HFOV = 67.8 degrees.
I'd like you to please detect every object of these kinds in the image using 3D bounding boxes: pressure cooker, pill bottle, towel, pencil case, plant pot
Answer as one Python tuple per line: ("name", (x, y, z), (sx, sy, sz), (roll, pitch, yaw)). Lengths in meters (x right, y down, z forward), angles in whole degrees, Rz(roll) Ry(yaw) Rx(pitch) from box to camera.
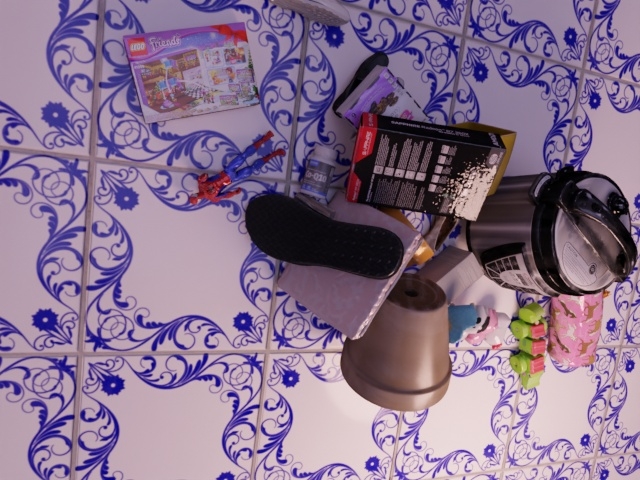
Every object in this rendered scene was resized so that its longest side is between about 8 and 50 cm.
("pressure cooker", (0.695, -0.028, 1.418), (0.369, 0.420, 0.376), (-4, 95, -26))
("pill bottle", (-0.003, -0.189, 1.326), (0.078, 0.078, 0.137), (16, 94, -23))
("towel", (0.070, 0.057, 1.293), (0.332, 0.316, 0.053), (-56, 143, -3))
("pencil case", (0.877, 0.262, 1.654), (0.159, 0.167, 0.387), (-9, 119, 10))
("plant pot", (0.425, -0.231, 1.422), (0.212, 0.212, 0.187), (-15, 117, -17))
("plant pot", (0.227, 0.257, 1.331), (0.322, 0.323, 0.281), (-5, 120, -20))
("plant pot", (0.193, 0.019, 1.388), (0.188, 0.205, 0.205), (-39, 112, 7))

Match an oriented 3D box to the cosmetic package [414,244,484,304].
("cosmetic package", (0.378, 0.130, 1.507), (0.238, 0.127, 0.107), (-40, 112, -8))

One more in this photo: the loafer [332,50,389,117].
("loafer", (0.121, -0.433, 1.325), (0.076, 0.078, 0.223), (40, 85, -23))

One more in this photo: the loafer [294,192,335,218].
("loafer", (-0.015, -0.099, 1.342), (0.125, 0.045, 0.039), (36, 72, 10))

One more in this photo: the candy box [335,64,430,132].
("candy box", (0.170, -0.339, 1.283), (0.196, 0.070, 0.165), (39, 98, -28))

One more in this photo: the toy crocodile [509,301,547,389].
("toy crocodile", (0.759, 0.381, 1.709), (0.115, 0.105, 0.341), (-9, 104, -19))

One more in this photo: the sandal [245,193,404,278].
("sandal", (0.000, 0.003, 1.257), (0.445, 0.107, 0.168), (19, 87, 18))

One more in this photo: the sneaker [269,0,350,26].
("sneaker", (-0.022, -0.635, 1.233), (0.234, 0.090, 0.095), (15, 85, -24))

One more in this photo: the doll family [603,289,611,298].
("doll family", (0.972, 0.148, 1.737), (0.262, 0.118, 0.163), (18, 94, -23))

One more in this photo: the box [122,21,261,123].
("box", (-0.310, -0.413, 1.177), (0.293, 0.057, 0.201), (-15, 106, -17))

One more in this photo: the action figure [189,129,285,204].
("action figure", (-0.216, -0.175, 1.222), (0.280, 0.139, 0.092), (-36, 109, -8))

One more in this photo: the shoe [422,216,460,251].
("shoe", (0.406, -0.053, 1.517), (0.076, 0.058, 0.219), (37, 86, -23))

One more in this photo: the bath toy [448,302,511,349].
("bath toy", (0.502, 0.283, 1.540), (0.348, 0.151, 0.129), (17, 70, -47))

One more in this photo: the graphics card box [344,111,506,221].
("graphics card box", (0.265, -0.190, 1.255), (0.370, 0.094, 0.233), (9, 129, -1))

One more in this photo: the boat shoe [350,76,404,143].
("boat shoe", (0.160, -0.367, 1.349), (0.075, 0.083, 0.227), (24, 92, -24))
